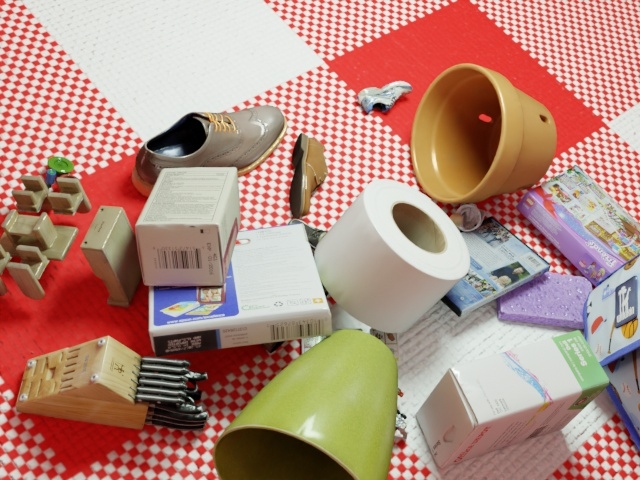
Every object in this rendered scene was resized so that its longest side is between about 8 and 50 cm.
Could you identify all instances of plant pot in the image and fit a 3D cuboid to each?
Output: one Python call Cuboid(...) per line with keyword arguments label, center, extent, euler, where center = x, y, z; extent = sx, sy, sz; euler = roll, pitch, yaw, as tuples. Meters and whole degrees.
Cuboid(label="plant pot", center=(0.015, 0.293, 1.518), extent=(0.275, 0.275, 0.293), euler=(29, 46, 5))
Cuboid(label="plant pot", center=(0.359, -0.213, 1.979), extent=(0.203, 0.291, 0.291), euler=(5, 53, -34))

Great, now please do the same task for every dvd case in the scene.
Cuboid(label="dvd case", center=(0.318, 0.048, 1.897), extent=(0.253, 0.022, 0.180), euler=(-23, 49, -28))
Cuboid(label="dvd case", center=(-0.098, 0.407, 1.562), extent=(0.087, 0.013, 0.119), euler=(11, 55, -9))

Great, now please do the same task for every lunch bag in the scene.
Cuboid(label="lunch bag", center=(0.670, 0.198, 1.713), extent=(0.239, 0.328, 0.385), euler=(-14, 70, -26))

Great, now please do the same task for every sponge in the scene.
Cuboid(label="sponge", center=(0.460, 0.117, 1.911), extent=(0.210, 0.031, 0.117), euler=(8, 54, -9))

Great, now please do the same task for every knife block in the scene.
Cuboid(label="knife block", center=(-0.332, 0.263, 1.566), extent=(0.276, 0.242, 0.088), euler=(-18, 48, 27))

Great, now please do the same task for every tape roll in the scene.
Cuboid(label="tape roll", center=(0.134, 0.028, 1.743), extent=(0.246, 0.169, 0.246), euler=(26, 36, -21))

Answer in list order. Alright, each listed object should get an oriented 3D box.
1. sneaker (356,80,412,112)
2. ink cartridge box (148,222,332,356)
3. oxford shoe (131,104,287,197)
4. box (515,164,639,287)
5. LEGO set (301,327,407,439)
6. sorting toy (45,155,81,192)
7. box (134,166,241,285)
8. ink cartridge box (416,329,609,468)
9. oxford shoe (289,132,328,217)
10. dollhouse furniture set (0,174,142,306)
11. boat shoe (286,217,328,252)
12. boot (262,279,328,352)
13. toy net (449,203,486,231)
Cuboid(label="sneaker", center=(0.151, -0.321, 2.122), extent=(0.135, 0.052, 0.058), euler=(-17, 72, -17))
Cuboid(label="ink cartridge box", center=(-0.153, 0.083, 1.674), extent=(0.304, 0.072, 0.307), euler=(-8, 27, -6))
Cuboid(label="oxford shoe", center=(-0.207, -0.203, 1.879), extent=(0.364, 0.132, 0.130), euler=(-31, 68, -31))
Cuboid(label="box", center=(0.590, -0.020, 2.011), extent=(0.201, 0.057, 0.293), euler=(-26, 66, -39))
Cuboid(label="LEGO set", center=(0.060, 0.276, 1.693), extent=(0.182, 0.060, 0.244), euler=(-2, 55, -3))
Cuboid(label="sorting toy", center=(-0.503, -0.117, 1.800), extent=(0.061, 0.042, 0.102), euler=(-4, 44, -37))
Cuboid(label="box", center=(-0.233, -0.029, 1.686), extent=(0.149, 0.126, 0.232), euler=(0, 29, 4))
Cuboid(label="ink cartridge box", center=(0.335, 0.283, 1.653), extent=(0.278, 0.201, 0.117), euler=(-12, 60, -22))
Cuboid(label="oxford shoe", center=(-0.019, -0.131, 1.924), extent=(0.076, 0.076, 0.212), euler=(18, 53, -17))
Cuboid(label="dollhouse furniture set", center=(-0.459, 0.019, 1.681), extent=(0.242, 0.161, 0.212), euler=(5, 52, 15))
Cuboid(label="boat shoe", center=(0.000, 0.000, 1.849), extent=(0.152, 0.049, 0.056), euler=(35, 52, 8))
Cuboid(label="boot", center=(-0.059, 0.102, 1.743), extent=(0.106, 0.082, 0.219), euler=(40, 57, 10))
Cuboid(label="toy net", center=(0.267, -0.029, 1.926), extent=(0.232, 0.045, 0.122), euler=(-23, 42, -29))
